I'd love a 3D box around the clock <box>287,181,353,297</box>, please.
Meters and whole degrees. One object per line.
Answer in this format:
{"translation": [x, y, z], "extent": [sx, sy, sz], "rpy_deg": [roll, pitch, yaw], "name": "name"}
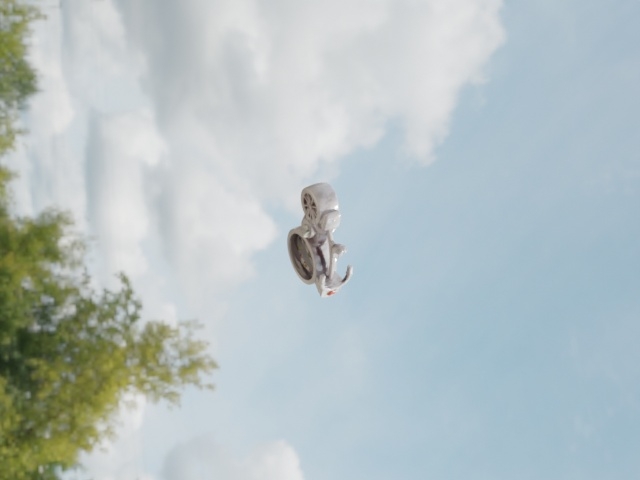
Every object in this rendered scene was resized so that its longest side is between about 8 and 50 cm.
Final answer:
{"translation": [0.000, 0.000, 0.953], "extent": [0.087, 0.041, 0.129], "rpy_deg": [55, -30, 33], "name": "clock"}
